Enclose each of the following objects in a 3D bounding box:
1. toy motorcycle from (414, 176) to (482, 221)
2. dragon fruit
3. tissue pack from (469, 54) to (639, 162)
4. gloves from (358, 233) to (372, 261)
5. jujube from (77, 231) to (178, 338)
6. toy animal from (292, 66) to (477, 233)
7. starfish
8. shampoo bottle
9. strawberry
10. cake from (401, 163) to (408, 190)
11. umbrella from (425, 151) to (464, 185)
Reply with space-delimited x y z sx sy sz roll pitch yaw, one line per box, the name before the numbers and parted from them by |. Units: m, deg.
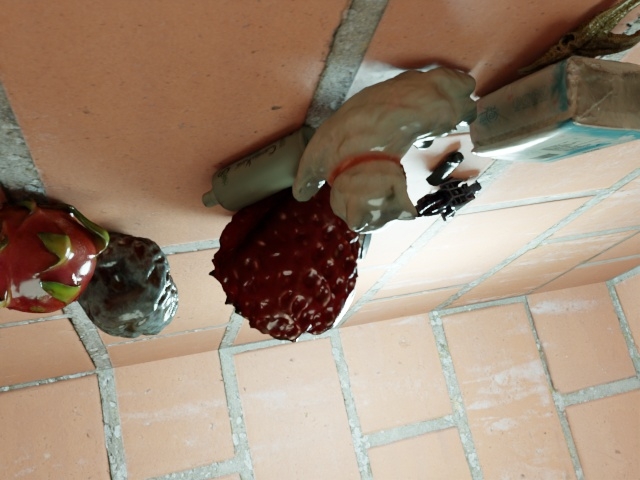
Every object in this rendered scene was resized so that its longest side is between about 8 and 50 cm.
toy motorcycle | 0.282 -0.091 1.686 0.215 0.080 0.122 -17 163 -43
dragon fruit | -0.517 0.025 1.295 0.224 0.224 0.227 -18 161 16
tissue pack | 0.400 -0.208 1.210 0.202 0.124 0.271 4 173 -23
gloves | 0.004 -0.015 1.710 0.219 0.131 0.140 16 171 13
jujube | -0.419 0.104 1.586 0.226 0.226 0.317 -11 169 -6
toy animal | 0.139 -0.140 1.162 0.308 0.188 0.266 -3 126 -21
starfish | 0.437 -0.309 1.152 0.138 0.050 0.247 -2 163 -38
shampoo bottle | -0.112 -0.117 1.311 0.262 0.085 0.085 -22 161 29
strawberry | -0.029 0.008 1.382 0.345 0.295 0.317 -51 165 1
cake | 0.084 -0.129 1.498 0.086 0.116 0.220 2 -169 -34
umbrella | 0.268 -0.153 1.565 0.036 0.031 0.133 -33 172 -27
